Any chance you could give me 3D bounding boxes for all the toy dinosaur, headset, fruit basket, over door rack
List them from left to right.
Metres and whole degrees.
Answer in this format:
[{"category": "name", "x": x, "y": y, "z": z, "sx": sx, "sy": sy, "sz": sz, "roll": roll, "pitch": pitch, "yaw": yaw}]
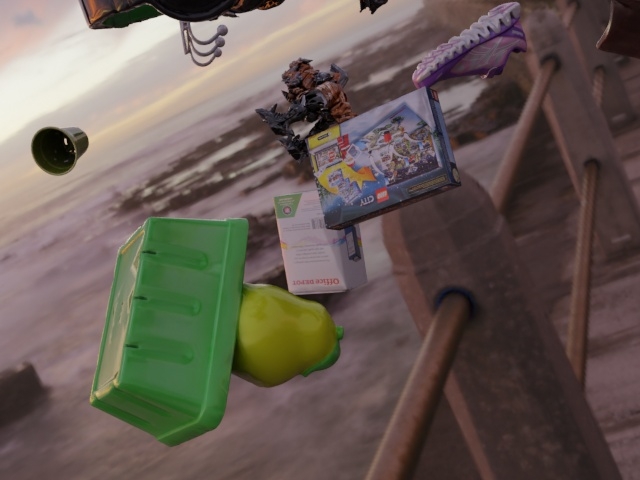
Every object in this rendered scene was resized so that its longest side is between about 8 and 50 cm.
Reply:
[{"category": "over door rack", "x": -0.226, "y": -0.472, "z": 1.436, "sx": 0.108, "sy": 0.324, "sz": 0.239, "roll": -21, "pitch": 5, "yaw": -8}, {"category": "fruit basket", "x": -0.166, "y": 0.157, "z": 1.456, "sx": 0.392, "sy": 0.392, "sz": 0.283, "roll": -35, "pitch": 0, "yaw": -37}, {"category": "headset", "x": -0.112, "y": -0.316, "z": 1.059, "sx": 0.394, "sy": 0.185, "sz": 0.243, "roll": -13, "pitch": 13, "yaw": 29}, {"category": "toy dinosaur", "x": -0.014, "y": -0.299, "z": 1.913, "sx": 0.218, "sy": 0.164, "sz": 0.322, "roll": -40, "pitch": 29, "yaw": -1}]

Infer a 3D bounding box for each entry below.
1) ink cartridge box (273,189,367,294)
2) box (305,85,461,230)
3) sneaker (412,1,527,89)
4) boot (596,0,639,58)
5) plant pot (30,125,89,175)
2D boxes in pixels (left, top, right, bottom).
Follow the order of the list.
[{"category": "ink cartridge box", "x": 0.000, "y": 0.000, "z": 1.797, "sx": 0.154, "sy": 0.213, "sz": 0.093, "roll": -5, "pitch": 6, "yaw": 34}, {"category": "box", "x": 0.095, "y": -0.126, "z": 1.368, "sx": 0.233, "sy": 0.159, "sz": 0.044, "roll": -20, "pitch": -13, "yaw": 31}, {"category": "sneaker", "x": 0.280, "y": -0.330, "z": 1.552, "sx": 0.236, "sy": 0.105, "sz": 0.095, "roll": -34, "pitch": 18, "yaw": -4}, {"category": "boot", "x": 0.532, "y": -0.394, "z": 1.496, "sx": 0.248, "sy": 0.090, "sz": 0.207, "roll": 7, "pitch": -24, "yaw": -10}, {"category": "plant pot", "x": -0.430, "y": -0.160, "z": 1.442, "sx": 0.083, "sy": 0.083, "sz": 0.079, "roll": -22, "pitch": 14, "yaw": 19}]
